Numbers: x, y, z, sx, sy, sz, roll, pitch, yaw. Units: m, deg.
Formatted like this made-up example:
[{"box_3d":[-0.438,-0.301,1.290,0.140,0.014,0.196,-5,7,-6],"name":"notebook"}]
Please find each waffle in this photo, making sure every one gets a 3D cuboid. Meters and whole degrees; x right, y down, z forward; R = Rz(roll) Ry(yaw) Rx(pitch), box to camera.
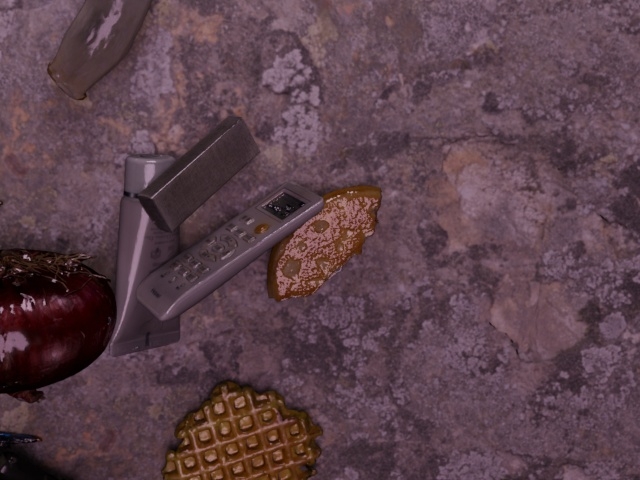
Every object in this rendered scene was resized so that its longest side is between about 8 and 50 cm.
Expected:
[{"box_3d":[-0.129,0.362,1.952,0.245,0.052,0.254,31,97,-12],"name":"waffle"}]

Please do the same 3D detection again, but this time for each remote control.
[{"box_3d":[-0.136,0.021,1.806,0.313,0.109,0.055,-35,123,-16],"name":"remote control"}]

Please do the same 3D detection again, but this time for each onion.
[{"box_3d":[-0.459,0.133,1.740,0.314,0.314,0.232,0,101,-5],"name":"onion"}]

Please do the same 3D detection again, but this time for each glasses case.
[{"box_3d":[-0.185,-0.104,1.793,0.205,0.047,0.071,-45,125,-26],"name":"glasses case"}]

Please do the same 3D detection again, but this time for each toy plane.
[{"box_3d":[-0.549,0.326,1.895,0.188,0.062,0.135,5,101,-6],"name":"toy plane"}]

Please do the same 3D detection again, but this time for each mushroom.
[{"box_3d":[-0.307,-0.371,1.752,0.109,0.097,0.351,22,102,-9],"name":"mushroom"}]

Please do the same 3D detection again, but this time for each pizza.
[{"box_3d":[0.001,0.000,1.879,0.127,0.058,0.246,34,96,-10],"name":"pizza"}]

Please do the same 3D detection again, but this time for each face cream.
[{"box_3d":[-0.268,0.022,1.838,0.143,0.089,0.314,-9,105,-48],"name":"face cream"}]

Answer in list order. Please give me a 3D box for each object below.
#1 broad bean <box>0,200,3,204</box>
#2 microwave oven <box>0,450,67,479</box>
[{"box_3d":[-0.640,-0.099,1.805,0.297,0.043,0.060,27,87,-11],"name":"broad bean"},{"box_3d":[-0.456,0.524,1.751,0.333,0.394,0.247,37,97,-25],"name":"microwave oven"}]
